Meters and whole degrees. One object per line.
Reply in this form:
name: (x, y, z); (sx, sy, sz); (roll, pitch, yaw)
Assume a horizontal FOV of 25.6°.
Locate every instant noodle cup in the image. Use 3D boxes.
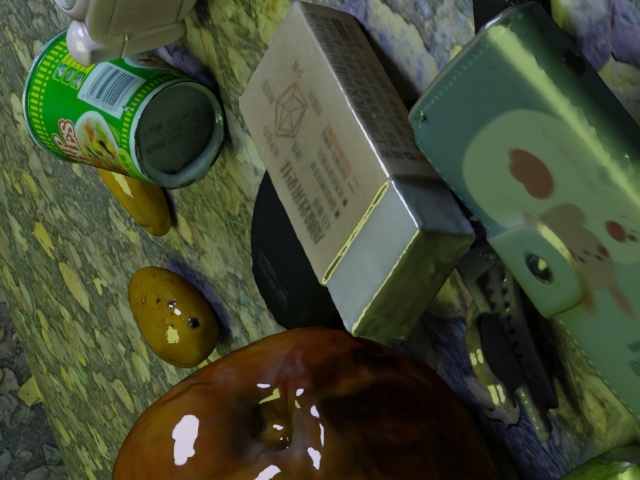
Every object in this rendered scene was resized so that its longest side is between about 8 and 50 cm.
instant noodle cup: (-0.249, -0.172, 1.870); (0.232, 0.207, 0.207); (25, 136, 45)

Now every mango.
mango: (-0.288, -0.089, 2.160); (0.190, 0.075, 0.098); (61, 173, -5)
mango: (-0.239, 0.119, 2.229); (0.227, 0.109, 0.147); (35, 148, 52)

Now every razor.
razor: (-0.004, 0.002, 1.616); (0.189, 0.107, 0.327); (57, 156, 18)

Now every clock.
clock: (-0.260, -0.412, 1.645); (0.326, 0.184, 0.342); (63, 152, 12)

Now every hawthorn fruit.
hawthorn fruit: (-0.004, 0.314, 1.518); (0.472, 0.471, 0.472); (46, 152, 35)

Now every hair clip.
hair clip: (0.166, 0.061, 1.349); (0.137, 0.090, 0.279); (-84, -17, -65)

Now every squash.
squash: (0.267, 0.244, 1.349); (0.069, 0.069, 0.239); (59, 157, 11)

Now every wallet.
wallet: (0.223, -0.006, 1.131); (0.360, 0.083, 0.252); (52, 158, 2)

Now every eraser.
eraser: (0.027, -0.074, 1.342); (0.144, 0.078, 0.343); (-58, 39, 33)

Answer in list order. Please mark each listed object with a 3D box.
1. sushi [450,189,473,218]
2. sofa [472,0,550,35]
sushi: (0.119, -0.058, 1.372); (0.083, 0.044, 0.046); (50, 154, 25)
sofa: (0.162, -0.160, 1.183); (0.060, 0.039, 0.118); (34, 143, 46)
